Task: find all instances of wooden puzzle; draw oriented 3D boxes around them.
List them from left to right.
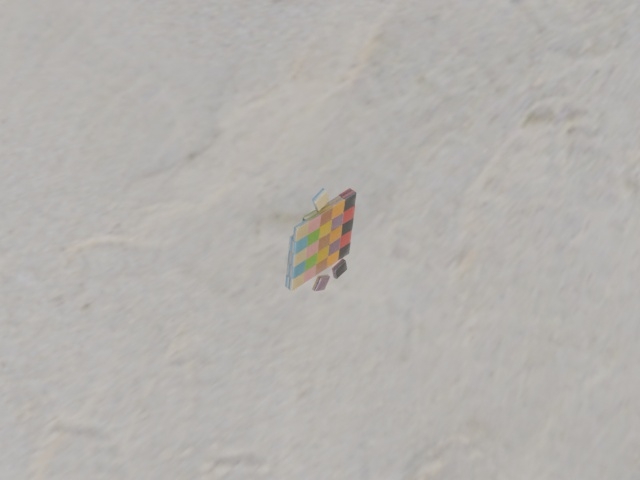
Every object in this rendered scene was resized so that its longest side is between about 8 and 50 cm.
[{"bbox_3d":[0.000,0.000,0.931,0.006,0.049,0.083,36,140,28],"label":"wooden puzzle"}]
